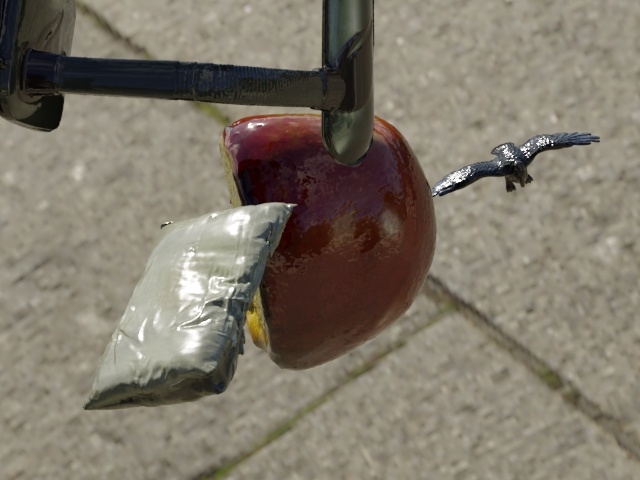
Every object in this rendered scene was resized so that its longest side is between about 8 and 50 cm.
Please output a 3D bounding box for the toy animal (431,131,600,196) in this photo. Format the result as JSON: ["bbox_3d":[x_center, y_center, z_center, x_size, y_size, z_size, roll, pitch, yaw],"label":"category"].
[{"bbox_3d":[0.238,-0.093,2.139,0.220,0.062,0.108,-20,-1,4],"label":"toy animal"}]

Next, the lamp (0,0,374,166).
[{"bbox_3d":[-0.091,-0.169,1.265,0.283,0.203,0.124,5,-5,-4],"label":"lamp"}]

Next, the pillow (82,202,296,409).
[{"bbox_3d":[-0.111,0.053,1.489,0.148,0.050,0.229,-8,38,27],"label":"pillow"}]

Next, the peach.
[{"bbox_3d":[0.000,0.000,1.817,0.245,0.274,0.248,4,11,17],"label":"peach"}]
